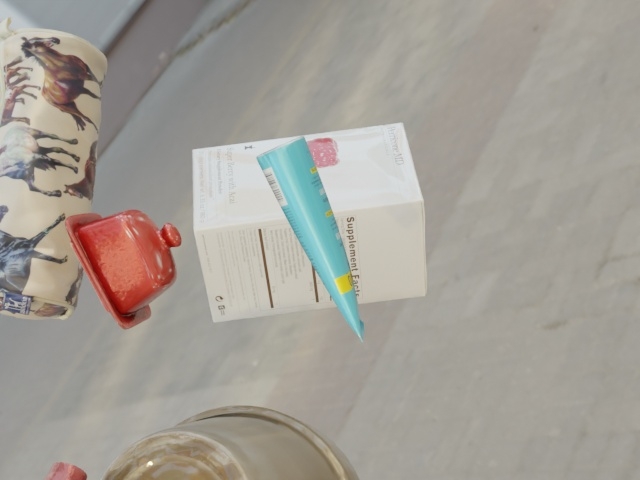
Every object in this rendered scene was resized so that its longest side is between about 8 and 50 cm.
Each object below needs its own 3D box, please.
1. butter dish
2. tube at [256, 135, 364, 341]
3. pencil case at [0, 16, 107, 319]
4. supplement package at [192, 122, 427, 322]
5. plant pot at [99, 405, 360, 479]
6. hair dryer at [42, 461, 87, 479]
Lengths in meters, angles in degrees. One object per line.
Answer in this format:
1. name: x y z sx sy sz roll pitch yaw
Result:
1. butter dish: -0.234 0.017 1.435 0.118 0.160 0.160 -28 1 6
2. tube: 0.000 0.000 1.113 0.052 0.207 0.080 -22 7 11
3. pencil case: -0.410 -0.096 1.577 0.160 0.183 0.410 -1 81 40
4. supplement package: -0.015 -0.026 1.500 0.293 0.175 0.177 -8 41 -1
5. plant pot: -0.126 0.331 1.281 0.323 0.323 0.280 -53 -23 -6
6. hair dryer: -0.304 0.282 0.986 0.080 0.223 0.293 -2 12 29
